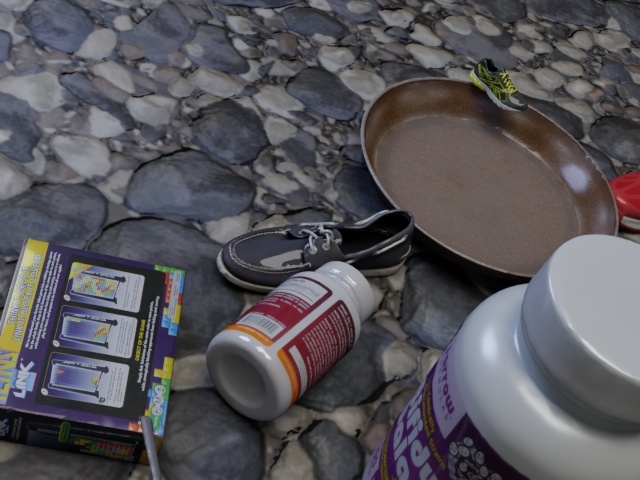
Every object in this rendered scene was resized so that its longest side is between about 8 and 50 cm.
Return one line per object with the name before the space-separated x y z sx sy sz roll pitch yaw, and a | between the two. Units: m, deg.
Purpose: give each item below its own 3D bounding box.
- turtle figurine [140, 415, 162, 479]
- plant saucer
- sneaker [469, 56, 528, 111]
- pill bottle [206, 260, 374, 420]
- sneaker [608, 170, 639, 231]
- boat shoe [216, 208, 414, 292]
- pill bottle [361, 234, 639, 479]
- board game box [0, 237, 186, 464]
turtle figurine | -0.125 0.264 0.528 0.198 0.266 0.274 -26 86 -8
plant saucer | 0.184 -0.066 1.118 0.310 0.050 0.310 13 46 -14
sneaker | 0.215 -0.186 1.186 0.083 0.035 0.031 40 46 15
pill bottle | -0.020 0.081 0.860 0.086 0.086 0.152 40 45 14
sneaker | 0.436 -0.088 1.194 0.221 0.128 0.087 -13 56 -34
boat shoe | 0.000 0.000 0.960 0.206 0.065 0.075 -5 52 -28
pill bottle | 0.152 0.138 0.726 0.169 0.301 0.169 13 45 -13
board game box | -0.189 0.087 0.805 0.141 0.048 0.170 12 46 -11
